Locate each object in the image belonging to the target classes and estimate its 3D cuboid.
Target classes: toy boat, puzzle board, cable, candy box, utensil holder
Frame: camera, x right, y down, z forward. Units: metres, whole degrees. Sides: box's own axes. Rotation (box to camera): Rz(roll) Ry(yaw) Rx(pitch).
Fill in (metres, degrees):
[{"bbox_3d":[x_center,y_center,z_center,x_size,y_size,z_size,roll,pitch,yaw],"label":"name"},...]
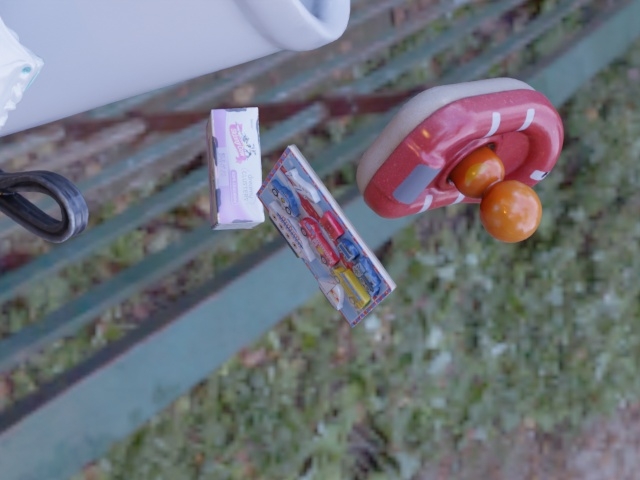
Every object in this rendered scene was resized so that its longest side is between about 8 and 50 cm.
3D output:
[{"bbox_3d":[0.156,-0.062,1.452,0.231,0.151,0.151,-14,61,-49],"label":"toy boat"},{"bbox_3d":[0.000,0.000,1.110,0.011,0.096,0.128,-32,82,-26],"label":"puzzle board"},{"bbox_3d":[-0.346,-0.058,1.467,0.072,0.287,0.139,-18,136,-45],"label":"cable"},{"bbox_3d":[-0.127,-0.102,2.208,0.196,0.070,0.165,161,-73,-83],"label":"candy box"},{"bbox_3d":[-0.210,-0.245,1.117,0.327,0.385,0.328,-17,90,-75],"label":"utensil holder"}]

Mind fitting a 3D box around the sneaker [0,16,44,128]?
[{"bbox_3d":[-0.219,-0.090,0.953,0.094,0.080,0.212,-17,128,-26],"label":"sneaker"}]
